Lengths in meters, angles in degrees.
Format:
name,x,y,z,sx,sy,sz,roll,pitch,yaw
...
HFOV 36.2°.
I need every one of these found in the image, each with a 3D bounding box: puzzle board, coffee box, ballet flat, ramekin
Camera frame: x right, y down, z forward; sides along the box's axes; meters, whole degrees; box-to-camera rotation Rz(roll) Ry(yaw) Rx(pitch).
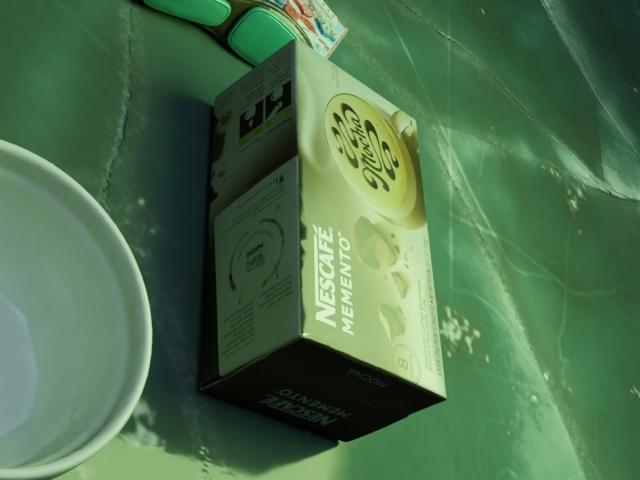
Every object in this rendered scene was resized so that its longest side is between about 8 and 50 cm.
name,x,y,z,sx,sy,sz,roll,pitch,yaw
puzzle board,-0.023,-0.265,1.091,0.128,0.011,0.096,48,38,-15
coffee box,0.000,0.000,0.842,0.168,0.119,0.297,29,46,-36
ballet flat,-0.087,-0.228,0.945,0.203,0.074,0.074,21,51,-37
ramekin,-0.212,0.051,0.567,0.207,0.109,0.207,28,47,-35
